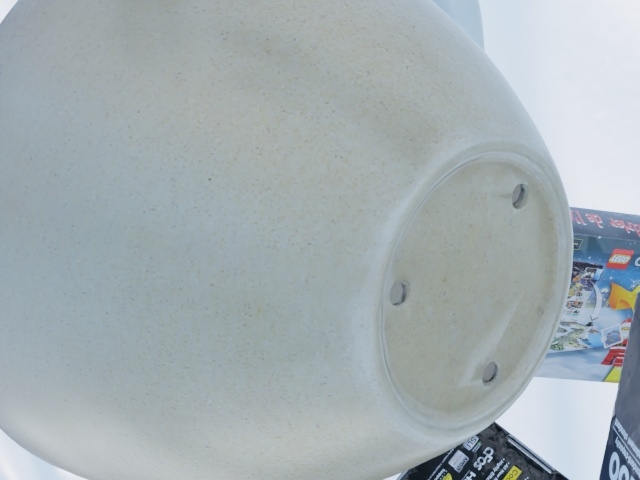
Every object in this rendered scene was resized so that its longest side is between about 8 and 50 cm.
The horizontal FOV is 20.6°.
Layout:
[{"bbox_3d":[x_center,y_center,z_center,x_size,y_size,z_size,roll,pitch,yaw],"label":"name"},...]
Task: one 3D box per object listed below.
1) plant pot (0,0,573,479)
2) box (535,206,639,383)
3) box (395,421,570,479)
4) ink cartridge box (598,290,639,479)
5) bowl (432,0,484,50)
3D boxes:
[{"bbox_3d":[0.000,0.000,0.790,0.191,0.284,0.284,17,137,42],"label":"plant pot"},{"bbox_3d":[0.232,0.049,1.548,0.044,0.233,0.159,-113,37,-50],"label":"box"},{"bbox_3d":[0.113,0.325,1.364,0.257,0.322,0.079,37,172,11],"label":"box"},{"bbox_3d":[0.242,0.166,1.132,0.206,0.045,0.208,-121,32,-63],"label":"ink cartridge box"},{"bbox_3d":[-0.019,-0.111,1.266,0.134,0.298,0.298,13,135,38],"label":"bowl"}]
